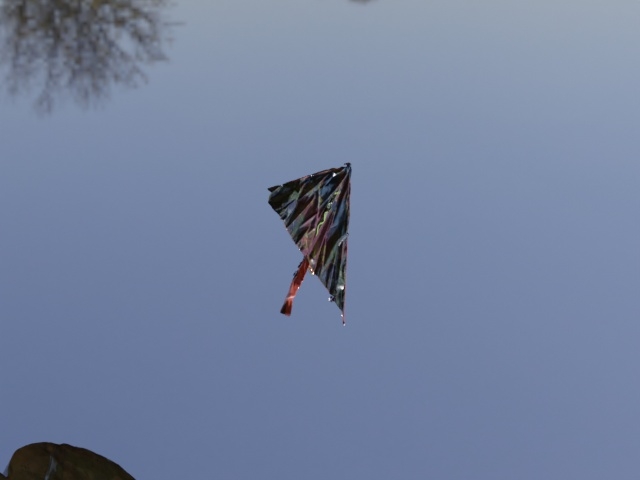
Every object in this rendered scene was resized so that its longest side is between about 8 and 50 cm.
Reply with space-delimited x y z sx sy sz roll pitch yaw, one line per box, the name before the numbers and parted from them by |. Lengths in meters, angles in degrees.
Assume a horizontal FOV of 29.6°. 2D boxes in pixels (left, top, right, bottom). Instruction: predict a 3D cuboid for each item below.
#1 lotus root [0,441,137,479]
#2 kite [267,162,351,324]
lotus root | -0.346 0.432 1.501 0.375 0.111 0.390 51 -146 10
kite | 0.000 0.000 1.270 0.009 0.232 0.189 9 -118 32
